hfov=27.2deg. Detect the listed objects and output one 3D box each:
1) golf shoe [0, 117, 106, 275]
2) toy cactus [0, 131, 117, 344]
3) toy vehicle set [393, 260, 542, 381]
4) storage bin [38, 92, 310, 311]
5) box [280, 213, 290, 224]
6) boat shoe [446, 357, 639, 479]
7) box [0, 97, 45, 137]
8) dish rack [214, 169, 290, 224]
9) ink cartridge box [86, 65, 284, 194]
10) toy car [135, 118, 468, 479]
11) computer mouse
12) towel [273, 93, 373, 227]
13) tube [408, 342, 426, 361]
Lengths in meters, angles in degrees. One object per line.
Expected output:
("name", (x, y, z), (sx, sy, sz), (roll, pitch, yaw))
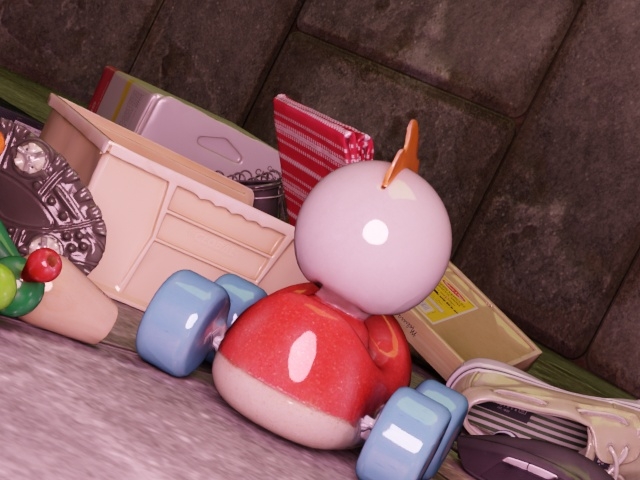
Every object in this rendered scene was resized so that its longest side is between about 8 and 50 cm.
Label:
("golf shoe", (-0.273, -0.050, 1.030), (0.272, 0.105, 0.120), (28, -3, 12))
("toy cactus", (-0.206, 0.003, 0.853), (0.180, 0.112, 0.219), (36, -11, -34))
("toy vehicle set", (0.144, 0.080, 1.688), (0.267, 0.035, 0.166), (46, 31, 23))
("storage bin", (-0.138, -0.011, 1.241), (0.260, 0.123, 0.262), (25, 4, -26))
("box", (0.000, 0.000, 1.863), (0.103, 0.114, 0.203), (15, -4, -9))
("boat shoe", (0.267, 0.210, 1.345), (0.302, 0.109, 0.094), (18, 20, -4))
("box", (-0.494, -0.187, 1.723), (0.232, 0.059, 0.183), (24, 3, -42))
("dish rack", (-0.107, -0.048, 1.568), (0.208, 0.074, 0.271), (2, 10, 19))
("ink cartridge box", (-0.245, -0.158, 2.301), (0.279, 0.160, 0.384), (25, 4, -24))
("toy car", (0.029, 0.027, 0.963), (0.219, 0.238, 0.210), (28, 4, 13))
("computer mouse", (0.151, 0.178, 1.105), (0.262, 0.060, 0.184), (29, 4, 42))
("towel", (0.015, 0.010, 1.246), (0.031, 0.275, 0.199), (-15, 20, -19))
("tube", (0.074, 0.099, 1.765), (0.240, 0.062, 0.070), (22, -41, 23))
